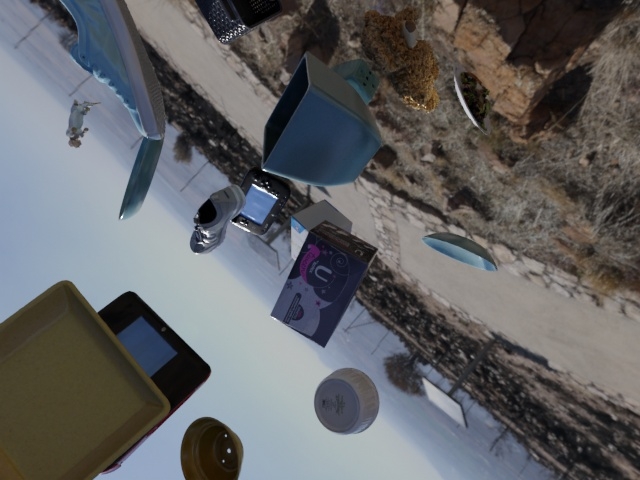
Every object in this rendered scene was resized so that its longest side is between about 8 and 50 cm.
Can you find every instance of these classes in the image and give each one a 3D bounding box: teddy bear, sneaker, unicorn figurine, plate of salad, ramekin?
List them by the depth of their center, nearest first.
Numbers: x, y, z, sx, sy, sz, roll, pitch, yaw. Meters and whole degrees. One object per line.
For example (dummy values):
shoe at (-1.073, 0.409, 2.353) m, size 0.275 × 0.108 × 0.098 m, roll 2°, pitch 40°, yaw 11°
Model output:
sneaker at (-0.474, -0.397, 0.997) m, size 0.135 × 0.150 × 0.366 m, roll -110°, pitch 2°, yaw -82°
teddy bear at (0.231, -0.450, 1.087) m, size 0.113 × 0.245 × 0.338 m, roll 4°, pitch 158°, yaw 37°
plate of salad at (0.390, -0.360, 1.089) m, size 0.048 × 0.200 × 0.200 m, roll -22°, pitch 120°, yaw 35°
unicorn figurine at (-0.616, -0.313, 1.112) m, size 0.060 × 0.162 × 0.111 m, roll 30°, pitch 164°, yaw -35°
sneaker at (-0.330, -0.058, 1.261) m, size 0.105 × 0.115 × 0.281 m, roll 53°, pitch 128°, yaw 19°
ramekin at (0.075, 0.520, 1.396) m, size 0.207 × 0.207 × 0.109 m, roll 37°, pitch -169°, yaw 28°

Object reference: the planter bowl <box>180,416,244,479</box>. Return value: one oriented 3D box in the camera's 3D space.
planter bowl at (-0.279, 0.593, 1.204) m, size 0.217 × 0.217 × 0.090 m, roll 37°, pitch -168°, yaw 30°

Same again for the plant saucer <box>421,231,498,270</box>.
plant saucer at (0.344, 0.019, 1.065) m, size 0.195 × 0.037 × 0.195 m, roll 26°, pitch 176°, yaw 2°

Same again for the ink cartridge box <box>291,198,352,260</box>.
ink cartridge box at (0.000, 0.000, 1.693) m, size 0.171 × 0.168 × 0.233 m, roll 42°, pitch 147°, yaw 30°

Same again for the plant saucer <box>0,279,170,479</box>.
plant saucer at (-0.509, 0.303, 0.819) m, size 0.333 × 0.332 × 0.081 m, roll 49°, pitch 164°, yaw 5°

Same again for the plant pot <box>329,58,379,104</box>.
plant pot at (0.081, -0.523, 1.546) m, size 0.234 × 0.165 × 0.165 m, roll -14°, pitch 132°, yaw 45°

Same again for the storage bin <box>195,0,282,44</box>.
storage bin at (-0.178, -0.528, 0.962) m, size 0.084 × 0.180 × 0.122 m, roll -12°, pitch 121°, yaw 35°

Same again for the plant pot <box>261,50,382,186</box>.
plant pot at (0.015, -0.286, 1.137) m, size 0.252 × 0.248 × 0.247 m, roll 23°, pitch -145°, yaw -22°

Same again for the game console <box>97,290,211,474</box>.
game console at (-0.517, 0.336, 1.097) m, size 0.386 × 0.342 × 0.060 m, roll 34°, pitch 155°, yaw 27°

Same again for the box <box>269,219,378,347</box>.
box at (0.007, 0.102, 1.060) m, size 0.163 × 0.247 × 0.142 m, roll 29°, pitch -162°, yaw 8°

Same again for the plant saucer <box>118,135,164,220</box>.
plant saucer at (-0.503, -0.202, 1.234) m, size 0.043 × 0.318 × 0.317 m, roll 18°, pitch -179°, yaw -28°

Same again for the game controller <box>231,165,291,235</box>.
game controller at (-0.224, -0.133, 1.560) m, size 0.166 × 0.067 × 0.319 m, roll 35°, pitch 139°, yaw -5°
